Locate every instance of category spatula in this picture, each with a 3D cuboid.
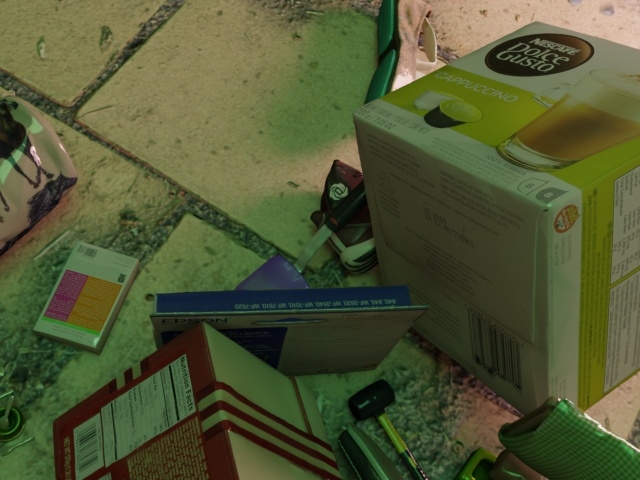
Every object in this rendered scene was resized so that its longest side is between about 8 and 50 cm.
[{"bbox_3d":[0.000,0.000,1.114,0.296,0.030,0.084,-46,72,6],"label":"spatula"}]

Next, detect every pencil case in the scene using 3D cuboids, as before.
[{"bbox_3d":[-0.520,-0.025,1.036,0.183,0.160,0.410,45,66,-3],"label":"pencil case"}]

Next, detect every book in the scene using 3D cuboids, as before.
[{"bbox_3d":[-0.328,0.078,1.086,0.096,0.035,0.144,17,63,4],"label":"book"}]

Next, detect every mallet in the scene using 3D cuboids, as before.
[{"bbox_3d":[0.117,0.276,1.055,0.062,0.039,0.190,-35,79,-24],"label":"mallet"}]

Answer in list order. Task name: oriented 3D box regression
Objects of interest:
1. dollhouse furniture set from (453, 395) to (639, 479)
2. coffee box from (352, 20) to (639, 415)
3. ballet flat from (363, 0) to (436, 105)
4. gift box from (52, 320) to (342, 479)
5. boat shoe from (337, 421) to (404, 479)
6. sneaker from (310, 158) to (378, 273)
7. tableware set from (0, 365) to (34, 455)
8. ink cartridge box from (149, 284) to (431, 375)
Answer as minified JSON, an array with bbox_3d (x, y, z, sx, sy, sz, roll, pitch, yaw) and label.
[{"bbox_3d":[0.274,0.327,0.901,0.197,0.301,0.151,29,63,5],"label":"dollhouse furniture set"},{"bbox_3d":[0.288,-0.039,0.989,0.334,0.338,0.337,-29,38,-20],"label":"coffee box"},{"bbox_3d":[0.143,-0.293,1.292,0.106,0.107,0.316,18,63,-14],"label":"ballet flat"},{"bbox_3d":[-0.133,0.277,0.856,0.276,0.258,0.255,-31,47,17],"label":"gift box"},{"bbox_3d":[0.087,0.342,0.992,0.068,0.081,0.228,-41,72,7],"label":"boat shoe"},{"bbox_3d":[0.102,-0.089,1.187,0.281,0.106,0.162,-38,72,-21],"label":"sneaker"},{"bbox_3d":[-0.451,0.219,1.005,0.104,0.024,0.154,-27,72,-19],"label":"tableware set"},{"bbox_3d":[-0.049,0.107,0.957,0.303,0.307,0.072,-1,65,-9],"label":"ink cartridge box"}]
